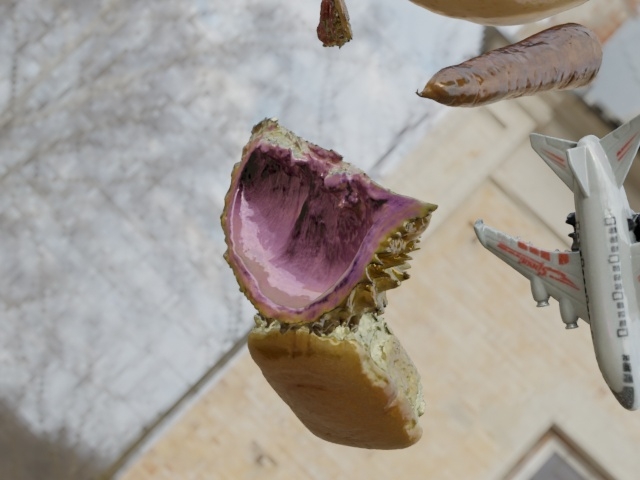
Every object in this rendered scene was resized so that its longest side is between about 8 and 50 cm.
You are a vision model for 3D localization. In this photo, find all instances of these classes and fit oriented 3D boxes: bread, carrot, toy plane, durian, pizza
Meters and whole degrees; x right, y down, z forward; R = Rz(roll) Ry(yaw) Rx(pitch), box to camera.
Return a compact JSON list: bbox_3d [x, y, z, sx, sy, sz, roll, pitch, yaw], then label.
[{"bbox_3d":[0.026,0.157,1.984,0.174,0.121,0.245,11,-33,34],"label":"bread"},{"bbox_3d":[0.146,-0.130,1.295,0.057,0.224,0.057,11,-71,35],"label":"carrot"},{"bbox_3d":[0.173,0.015,0.986,0.162,0.065,0.171,-9,-81,36],"label":"toy plane"},{"bbox_3d":[-0.001,-0.001,1.684,0.112,0.191,0.341,18,7,-37],"label":"durian"},{"bbox_3d":[0.017,-0.285,2.164,0.099,0.029,0.100,-124,-150,-58],"label":"pizza"}]

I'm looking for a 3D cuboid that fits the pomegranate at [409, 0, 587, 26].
[{"bbox_3d":[0.195,-0.434,1.832,0.411,0.411,0.411,42,-13,12],"label":"pomegranate"}]
